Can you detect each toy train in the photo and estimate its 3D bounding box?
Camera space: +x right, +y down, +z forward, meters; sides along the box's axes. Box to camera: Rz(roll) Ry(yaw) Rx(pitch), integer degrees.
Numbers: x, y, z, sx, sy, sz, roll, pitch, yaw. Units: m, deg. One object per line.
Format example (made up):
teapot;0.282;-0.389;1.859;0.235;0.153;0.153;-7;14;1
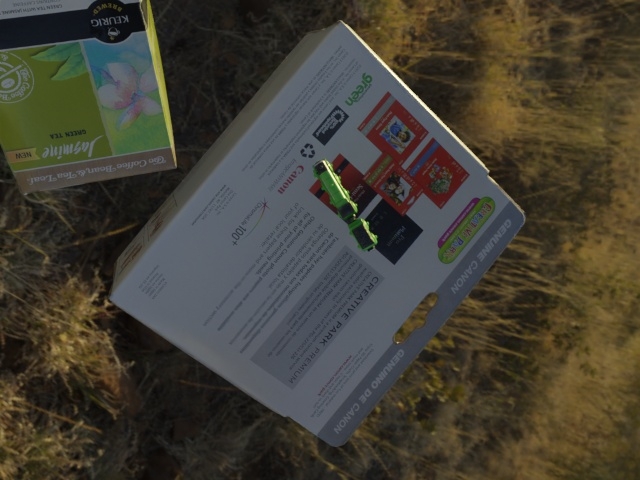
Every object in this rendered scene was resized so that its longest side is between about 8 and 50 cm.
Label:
toy train;0.018;-0.027;0.491;0.017;0.083;0.024;-32;173;6

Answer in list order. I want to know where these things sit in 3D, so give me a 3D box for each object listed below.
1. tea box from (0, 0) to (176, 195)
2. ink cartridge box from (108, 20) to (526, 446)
tea box;-0.343;-0.297;0.880;0.220;0.329;0.323;-12;133;-9
ink cartridge box;0.000;0.000;0.633;0.272;0.130;0.309;41;89;-20
